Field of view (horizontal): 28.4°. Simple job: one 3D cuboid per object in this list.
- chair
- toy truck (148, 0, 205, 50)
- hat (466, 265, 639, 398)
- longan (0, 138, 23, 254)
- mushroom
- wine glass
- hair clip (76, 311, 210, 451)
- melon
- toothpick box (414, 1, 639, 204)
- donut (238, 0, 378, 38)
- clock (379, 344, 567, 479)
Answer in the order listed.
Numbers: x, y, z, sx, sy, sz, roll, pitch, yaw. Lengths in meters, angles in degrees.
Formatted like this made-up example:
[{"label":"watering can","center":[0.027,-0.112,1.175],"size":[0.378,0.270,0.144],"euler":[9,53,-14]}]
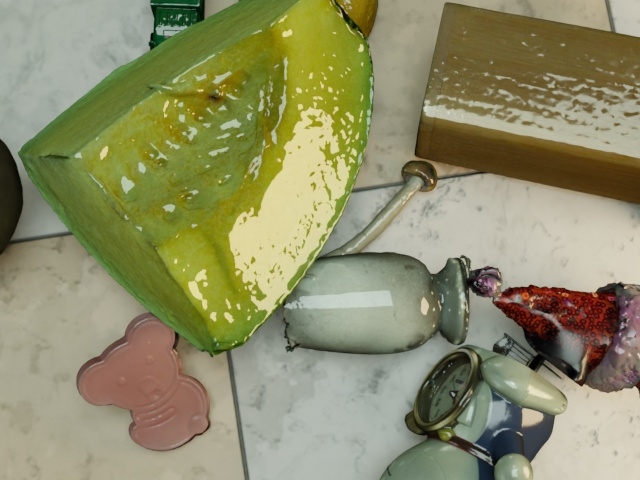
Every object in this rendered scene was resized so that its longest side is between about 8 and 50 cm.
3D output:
[{"label":"chair","center":[0.231,0.136,1.393],"size":[0.086,0.042,0.037],"euler":[34,77,4]},{"label":"toy truck","center":[-0.160,-0.277,1.437],"size":[0.065,0.079,0.147],"euler":[2,82,-2]},{"label":"hat","center":[0.253,0.087,1.334],"size":[0.227,0.129,0.140],"euler":[20,49,-17]},{"label":"longan","center":[-0.420,-0.048,1.338],"size":[0.212,0.198,0.198],"euler":[9,80,-4]},{"label":"mushroom","center":[0.001,0.001,1.415],"size":[0.306,0.043,0.068],"euler":[-30,65,-5]},{"label":"wine glass","center":[0.057,0.068,1.364],"size":[0.204,0.111,0.111],"euler":[-2,80,-6]},{"label":"hair clip","center":[-0.180,0.158,1.348],"size":[0.123,0.102,0.138],"euler":[-35,83,-4]},{"label":"melon","center":[-0.097,-0.109,1.313],"size":[0.343,0.226,0.331],"euler":[-39,64,-21]},{"label":"toothpick box","center":[0.268,-0.142,1.379],"size":[0.308,0.187,0.190],"euler":[11,81,4]},{"label":"donut","center":[-0.013,-0.285,1.449],"size":[0.162,0.065,0.178],"euler":[9,81,0]},{"label":"clock","center":[0.152,0.238,1.311],"size":[0.146,0.199,0.243],"euler":[33,80,-25]}]
